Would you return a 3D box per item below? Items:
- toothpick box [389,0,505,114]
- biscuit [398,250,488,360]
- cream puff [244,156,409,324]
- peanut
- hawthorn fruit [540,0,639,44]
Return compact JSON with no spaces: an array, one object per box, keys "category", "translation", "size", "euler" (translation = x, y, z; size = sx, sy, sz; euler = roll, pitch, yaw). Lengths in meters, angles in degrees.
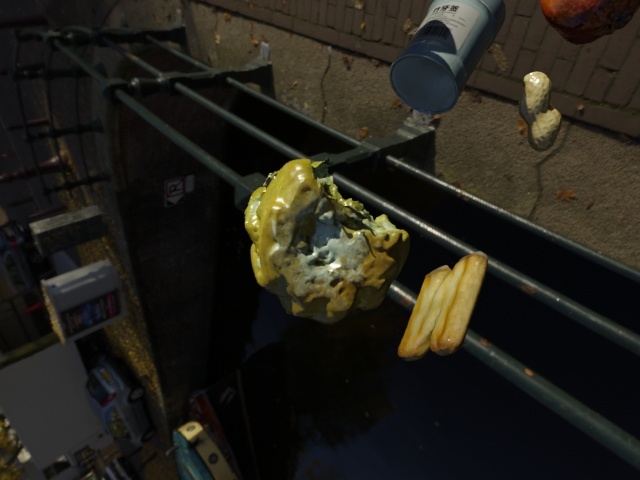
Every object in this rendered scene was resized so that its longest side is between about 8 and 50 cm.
[{"category":"toothpick box","translation":[0.172,-0.262,0.583],"size":[0.101,0.153,0.101],"euler":[30,162,11]},{"category":"biscuit","translation":[0.315,0.173,1.106],"size":[0.062,0.291,0.237],"euler":[35,149,-8]},{"category":"cream puff","translation":[-0.004,0.005,0.585],"size":[0.221,0.195,0.194],"euler":[41,141,-11]},{"category":"peanut","translation":[0.519,-0.303,1.021],"size":[0.082,0.082,0.187],"euler":[-8,111,49]},{"category":"hawthorn fruit","translation":[0.602,-0.580,0.973],"size":[0.205,0.205,0.253],"euler":[-50,53,48]}]
